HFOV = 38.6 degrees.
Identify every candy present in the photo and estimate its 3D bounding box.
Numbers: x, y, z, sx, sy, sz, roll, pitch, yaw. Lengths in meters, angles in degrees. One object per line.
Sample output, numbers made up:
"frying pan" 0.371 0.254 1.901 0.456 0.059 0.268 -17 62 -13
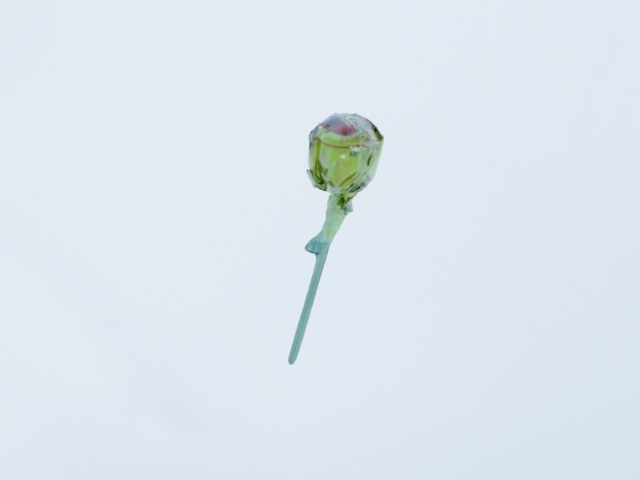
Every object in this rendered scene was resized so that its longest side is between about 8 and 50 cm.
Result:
"candy" 0.000 0.000 0.427 0.035 0.035 0.123 -25 131 -73
